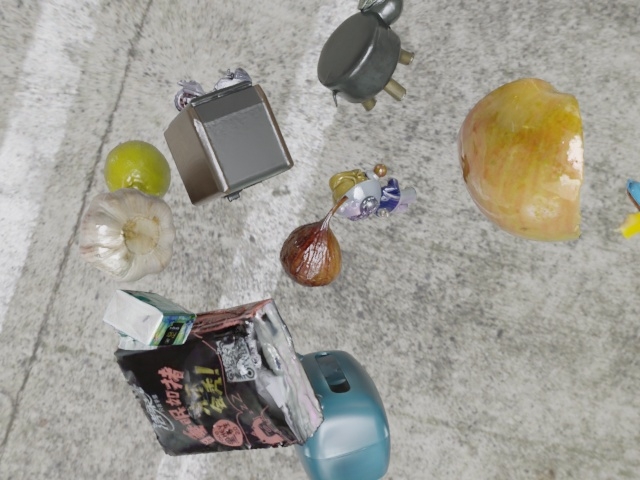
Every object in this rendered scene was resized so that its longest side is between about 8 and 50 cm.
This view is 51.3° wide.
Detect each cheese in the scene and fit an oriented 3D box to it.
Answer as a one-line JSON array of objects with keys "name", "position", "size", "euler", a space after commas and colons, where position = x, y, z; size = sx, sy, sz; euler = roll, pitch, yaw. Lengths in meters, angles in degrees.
[{"name": "cheese", "position": [0.342, -0.023, 0.675], "size": [0.047, 0.111, 0.017], "euler": [9, 136, -26]}]

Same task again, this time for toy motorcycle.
[{"name": "toy motorcycle", "position": [-0.258, -0.371, 1.658], "size": [0.215, 0.080, 0.123], "euler": [2, 92, 2]}]

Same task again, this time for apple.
[{"name": "apple", "position": [0.430, -0.159, 1.361], "size": [0.252, 0.314, 0.309], "euler": [-45, 148, -6]}]

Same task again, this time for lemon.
[{"name": "lemon", "position": [-0.504, -0.180, 1.844], "size": [0.184, 0.248, 0.184], "euler": [-10, 123, -16]}]

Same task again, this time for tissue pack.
[{"name": "tissue pack", "position": [-0.249, 0.121, 0.962], "size": [0.085, 0.111, 0.079], "euler": [25, 89, 14]}, {"name": "tissue pack", "position": [-0.174, 0.234, 1.126], "size": [0.332, 0.123, 0.245], "euler": [-16, 102, 33]}, {"name": "tissue pack", "position": [0.026, 0.348, 1.370], "size": [0.198, 0.287, 0.206], "euler": [-11, 112, -8]}]

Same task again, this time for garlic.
[{"name": "garlic", "position": [-0.446, -0.010, 1.480], "size": [0.218, 0.212, 0.219], "euler": [1, 88, -38]}]

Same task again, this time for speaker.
[{"name": "speaker", "position": [-0.179, -0.173, 1.261], "size": [0.153, 0.231, 0.193], "euler": [-24, 96, -23]}]

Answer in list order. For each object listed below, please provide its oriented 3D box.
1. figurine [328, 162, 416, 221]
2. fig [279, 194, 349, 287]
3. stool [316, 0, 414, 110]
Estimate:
[{"name": "figurine", "position": [0.139, -0.111, 1.831], "size": [0.193, 0.133, 0.274], "euler": [-32, 149, 22]}, {"name": "fig", "position": [0.000, 0.000, 1.423], "size": [0.133, 0.146, 0.201], "euler": [-7, 139, -43]}, {"name": "stool", "position": [0.101, -0.347, 1.241], "size": [0.139, 0.153, 0.228], "euler": [25, 115, -36]}]
